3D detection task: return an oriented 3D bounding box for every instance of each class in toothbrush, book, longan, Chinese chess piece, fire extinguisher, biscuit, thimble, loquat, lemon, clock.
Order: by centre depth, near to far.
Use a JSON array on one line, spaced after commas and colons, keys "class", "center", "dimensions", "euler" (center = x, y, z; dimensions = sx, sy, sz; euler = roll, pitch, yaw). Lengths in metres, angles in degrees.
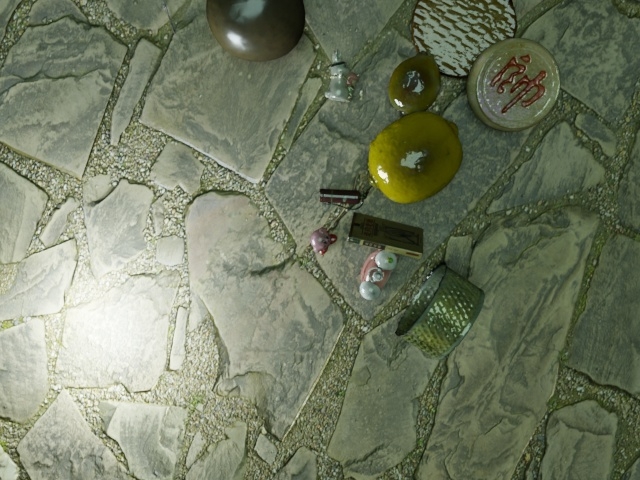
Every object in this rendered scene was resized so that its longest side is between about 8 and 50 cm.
[{"class": "longan", "center": [-0.184, -0.658, 1.795], "dimensions": [0.296, 0.297, 0.298], "euler": [1, 97, 5]}, {"class": "Chinese chess piece", "center": [0.567, -0.457, 1.824], "dimensions": [0.269, 0.112, 0.270], "euler": [-1, 105, -2]}, {"class": "lemon", "center": [0.280, -0.245, 1.826], "dimensions": [0.260, 0.260, 0.284], "euler": [36, 81, 0]}, {"class": "loquat", "center": [0.285, -0.470, 1.850], "dimensions": [0.152, 0.152, 0.195], "euler": [22, 108, 2]}, {"class": "thimble", "center": [0.361, 0.213, 1.867], "dimensions": [0.150, 0.271, 0.271], "euler": [33, 98, -1]}, {"class": "biscuit", "center": [0.432, -0.650, 1.869], "dimensions": [0.317, 0.040, 0.318], "euler": [0, 96, 5]}, {"class": "book", "center": [0.204, -0.017, 1.907], "dimensions": [0.230, 0.161, 0.027], "euler": [13, 121, 3]}, {"class": "clock", "center": [0.175, 0.098, 1.918], "dimensions": [0.092, 0.162, 0.166], "euler": [29, 98, 4]}, {"class": "toothbrush", "center": [-0.478, -0.701, 1.955], "dimensions": [0.008, 0.006, 0.097], "euler": [-18, 94, 16]}, {"class": "fire extinguisher", "center": [0.076, -0.133, 1.961], "dimensions": [0.157, 0.045, 0.078], "euler": [2, 125, 4]}]

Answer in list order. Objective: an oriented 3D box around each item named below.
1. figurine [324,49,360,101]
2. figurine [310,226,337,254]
[{"class": "figurine", "center": [0.068, -0.505, 1.911], "dimensions": [0.098, 0.081, 0.146], "euler": [7, 94, -40]}, {"class": "figurine", "center": [0.000, 0.000, 1.968], "dimensions": [0.067, 0.071, 0.083], "euler": [29, 91, 43]}]
